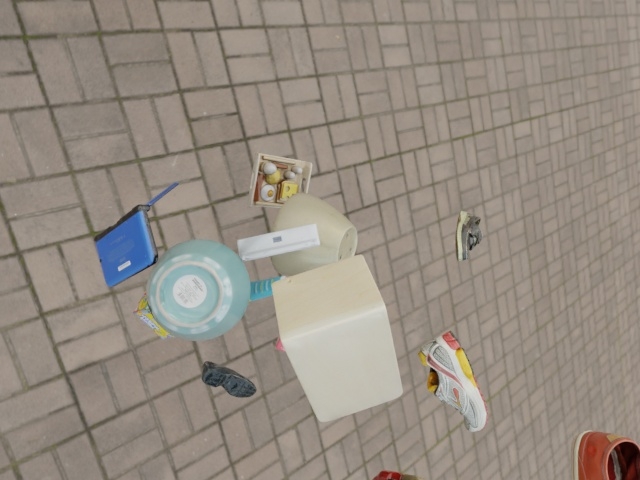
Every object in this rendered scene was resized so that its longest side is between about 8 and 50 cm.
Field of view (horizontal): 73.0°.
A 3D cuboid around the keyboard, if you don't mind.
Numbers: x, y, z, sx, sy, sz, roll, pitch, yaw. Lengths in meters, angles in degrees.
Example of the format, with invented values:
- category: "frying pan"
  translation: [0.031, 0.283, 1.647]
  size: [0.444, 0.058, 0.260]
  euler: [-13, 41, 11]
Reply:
- category: "keyboard"
  translation: [-0.132, 0.006, 1.347]
  size: [0.256, 0.014, 0.072]
  euler: [-12, 74, 4]

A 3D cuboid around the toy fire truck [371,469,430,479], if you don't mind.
- category: "toy fire truck"
  translation: [0.097, 0.423, 0.550]
  size: [0.159, 0.246, 0.217]
  euler: [22, 61, -10]

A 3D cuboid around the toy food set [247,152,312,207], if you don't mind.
- category: "toy food set"
  translation: [-0.165, -0.238, 1.810]
  size: [0.306, 0.092, 0.219]
  euler: [0, 104, -47]

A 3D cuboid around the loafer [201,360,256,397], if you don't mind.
- category: "loafer"
  translation: [-0.245, 0.372, 1.170]
  size: [0.062, 0.061, 0.170]
  euler: [-48, 120, 5]

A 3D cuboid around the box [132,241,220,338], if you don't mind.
- category: "box"
  translation: [-0.490, 0.192, 1.635]
  size: [0.177, 0.279, 0.289]
  euler: [58, 30, -35]

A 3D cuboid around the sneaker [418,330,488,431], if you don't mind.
- category: "sneaker"
  translation: [0.260, 0.286, 0.857]
  size: [0.093, 0.088, 0.225]
  euler: [-25, 104, 5]

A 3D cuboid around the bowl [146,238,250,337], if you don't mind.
- category: "bowl"
  translation: [-0.361, 0.149, 1.241]
  size: [0.312, 0.163, 0.311]
  euler: [0, 89, -7]

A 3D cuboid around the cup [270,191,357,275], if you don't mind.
- category: "cup"
  translation: [0.000, 0.000, 1.631]
  size: [0.331, 0.237, 0.331]
  euler: [-39, 136, -51]

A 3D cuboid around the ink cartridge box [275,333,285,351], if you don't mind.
- category: "ink cartridge box"
  translation: [-0.026, 0.317, 1.626]
  size: [0.207, 0.283, 0.117]
  euler: [22, 36, -2]

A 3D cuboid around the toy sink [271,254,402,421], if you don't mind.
- category: "toy sink"
  translation: [0.031, 0.160, 0.702]
  size: [0.153, 0.131, 0.234]
  euler: [-18, 129, 0]

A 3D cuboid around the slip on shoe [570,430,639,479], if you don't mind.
- category: "slip on shoe"
  translation: [0.482, 0.475, 0.695]
  size: [0.123, 0.101, 0.331]
  euler: [24, 54, -7]

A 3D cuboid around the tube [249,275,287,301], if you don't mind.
- category: "tube"
  translation: [-0.202, 0.164, 1.452]
  size: [0.052, 0.207, 0.080]
  euler: [38, 44, -49]

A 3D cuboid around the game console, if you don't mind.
- category: "game console"
  translation: [-0.555, -0.018, 1.352]
  size: [0.173, 0.293, 0.250]
  euler: [-8, 78, -53]

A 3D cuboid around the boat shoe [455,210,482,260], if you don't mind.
- category: "boat shoe"
  translation: [0.429, -0.018, 1.245]
  size: [0.223, 0.074, 0.080]
  euler: [-59, 147, -54]
